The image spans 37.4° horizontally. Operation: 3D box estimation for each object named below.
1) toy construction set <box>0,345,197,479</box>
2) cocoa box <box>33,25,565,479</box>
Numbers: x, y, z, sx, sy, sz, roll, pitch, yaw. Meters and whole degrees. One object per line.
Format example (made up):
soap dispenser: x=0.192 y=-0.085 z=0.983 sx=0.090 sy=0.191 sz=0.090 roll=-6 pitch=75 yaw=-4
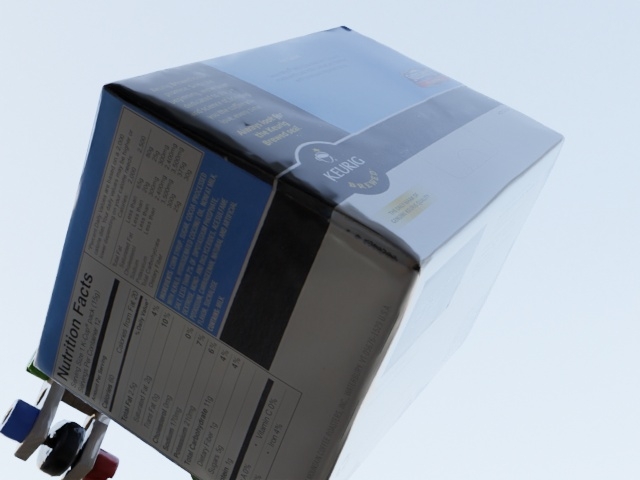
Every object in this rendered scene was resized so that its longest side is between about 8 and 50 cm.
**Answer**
toy construction set: x=-0.243 y=0.085 z=0.942 sx=0.308 sy=0.237 sz=0.257 roll=6 pitch=-72 yaw=-17
cocoa box: x=0.000 y=0.000 z=0.714 sx=0.228 sy=0.347 sz=0.231 roll=30 pitch=-62 yaw=16
